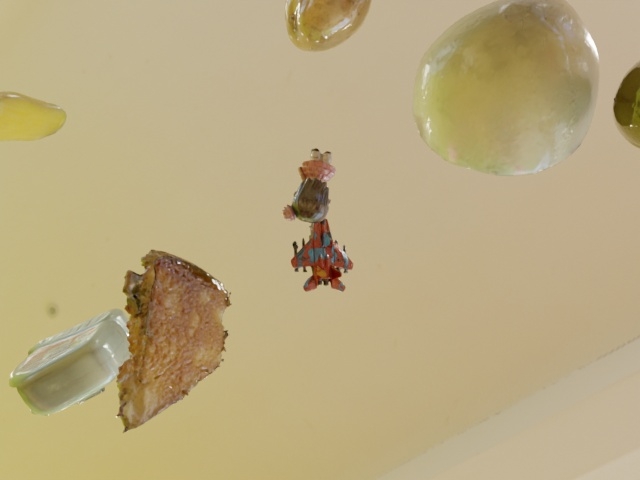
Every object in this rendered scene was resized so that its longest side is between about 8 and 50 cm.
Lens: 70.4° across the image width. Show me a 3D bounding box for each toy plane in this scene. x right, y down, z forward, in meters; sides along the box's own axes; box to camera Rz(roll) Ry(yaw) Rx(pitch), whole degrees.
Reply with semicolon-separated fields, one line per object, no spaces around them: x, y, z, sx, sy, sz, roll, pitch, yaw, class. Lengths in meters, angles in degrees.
-0.002;0.002;0.835;0.061;0.130;0.189;-42;-129;53;toy plane

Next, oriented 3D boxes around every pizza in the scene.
-0.199;0.128;0.608;0.069;0.147;0.226;-14;-110;42;pizza

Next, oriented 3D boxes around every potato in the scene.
0.505;-0.202;0.653;0.157;0.194;0.157;8;-68;19;potato
0.008;-0.342;0.681;0.147;0.112;0.111;-13;-92;44;potato

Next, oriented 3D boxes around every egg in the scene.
0.310;-0.292;0.769;0.338;0.201;0.336;-6;-124;9;egg

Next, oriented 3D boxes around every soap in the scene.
-0.455;-0.180;0.682;0.089;0.168;0.033;-42;-85;5;soap

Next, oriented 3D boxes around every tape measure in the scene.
-0.530;0.268;0.986;0.243;0.246;0.125;-27;-71;1;tape measure

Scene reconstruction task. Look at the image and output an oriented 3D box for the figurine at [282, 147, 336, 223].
-0.015;-0.088;0.732;0.072;0.054;0.129;13;-105;-6;figurine
